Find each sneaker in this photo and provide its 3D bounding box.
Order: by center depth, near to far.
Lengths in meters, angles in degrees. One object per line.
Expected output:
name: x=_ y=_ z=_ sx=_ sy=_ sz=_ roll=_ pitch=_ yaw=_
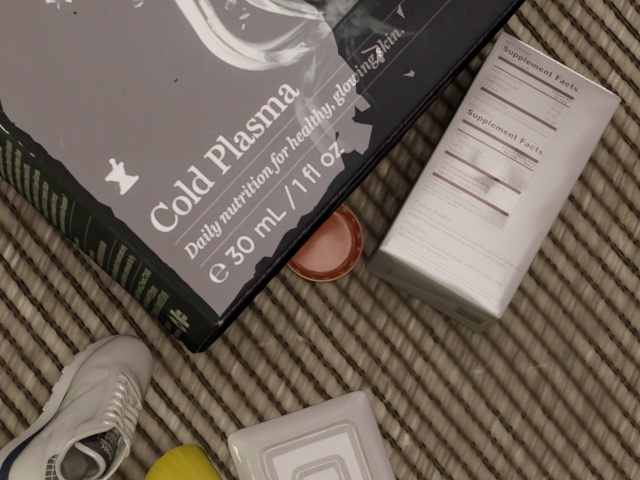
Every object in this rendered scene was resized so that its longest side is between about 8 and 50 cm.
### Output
sneaker: x=-0.204 y=0.171 z=1.800 sx=0.090 sy=0.095 sz=0.235 roll=58 pitch=41 yaw=-25

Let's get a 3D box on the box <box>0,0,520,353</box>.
box: x=-0.114 y=-0.235 z=1.746 sx=0.472 sy=0.297 sz=0.480 roll=42 pitch=79 yaw=1

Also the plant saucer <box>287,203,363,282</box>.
plant saucer: x=0.000 y=0.000 z=1.931 sx=0.083 sy=0.013 sz=0.083 roll=1 pitch=82 yaw=-6

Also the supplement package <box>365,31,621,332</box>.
supplement package: x=0.164 y=-0.053 z=1.891 sx=0.134 sy=0.139 sz=0.244 roll=30 pitch=81 yaw=0

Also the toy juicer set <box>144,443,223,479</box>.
toy juicer set: x=-0.225 y=0.329 z=1.781 sx=0.329 sy=0.209 sz=0.089 roll=-30 pitch=50 yaw=-24

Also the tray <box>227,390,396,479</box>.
tray: x=0.020 y=0.291 z=1.884 sx=0.145 sy=0.030 sz=0.270 roll=-18 pitch=84 yaw=-9
